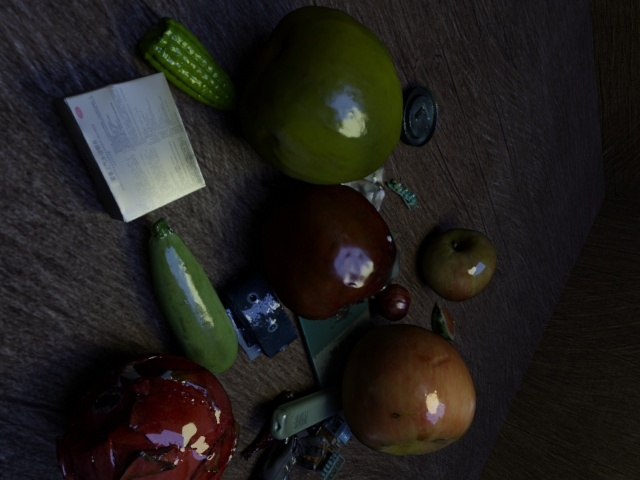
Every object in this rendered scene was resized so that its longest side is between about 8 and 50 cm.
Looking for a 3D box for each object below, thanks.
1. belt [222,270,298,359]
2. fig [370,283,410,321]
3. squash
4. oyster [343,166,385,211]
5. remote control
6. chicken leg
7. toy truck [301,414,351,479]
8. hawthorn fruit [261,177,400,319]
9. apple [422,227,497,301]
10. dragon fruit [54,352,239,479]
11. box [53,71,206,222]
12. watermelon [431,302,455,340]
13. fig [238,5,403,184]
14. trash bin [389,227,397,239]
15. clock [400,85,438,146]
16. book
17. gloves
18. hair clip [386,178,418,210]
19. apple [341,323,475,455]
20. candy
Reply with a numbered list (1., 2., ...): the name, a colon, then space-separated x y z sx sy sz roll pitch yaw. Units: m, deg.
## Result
1. belt: -0.150 0.188 0.967 0.128 0.122 0.218 -34 123 -19
2. fig: 0.226 0.197 1.326 0.150 0.128 0.128 19 89 -46
3. squash: -0.270 0.126 0.841 0.118 0.118 0.371 -36 122 -31
4. oyster: 0.075 -0.111 1.103 0.275 0.100 0.271 27 100 -16
5. remote control: -0.022 0.479 1.165 0.309 0.038 0.090 4 94 -52
6. chicken leg: -0.131 0.512 1.133 0.093 0.053 0.205 32 71 -23
7. toy truck: 0.030 0.636 1.276 0.178 0.115 0.080 -51 131 -23
8. hawthorn fruit: 0.014 0.018 0.951 0.308 0.308 0.325 21 50 -45
9. apple: 0.495 0.092 1.464 0.257 0.256 0.234 -39 128 -29
10. dragon fruit: -0.307 0.360 0.759 0.296 0.295 0.302 -49 143 -22
11. box: -0.323 -0.162 0.716 0.168 0.095 0.212 -34 123 -34
12. watermelon: 0.520 0.349 1.707 0.245 0.063 0.119 46 57 -41
13. fig: 0.017 -0.268 0.834 0.343 0.343 0.343 -15 112 -40
14. trash bin: 0.191 -0.018 1.291 0.092 0.043 0.061 28 82 -41
15. clock: 0.301 -0.386 1.286 0.184 0.040 0.185 -14 110 -40
16. book: 0.058 0.275 1.254 0.264 0.031 0.379 -35 124 -33
17. gloves: -0.105 0.629 1.146 0.285 0.119 0.142 -40 143 -11
18. hair clip: 0.269 -0.153 1.329 0.173 0.049 0.049 34 79 -43
19. apple: 0.253 0.431 1.212 0.391 0.391 0.347 46 33 -41
20. candy: -0.231 -0.313 0.767 0.209 0.096 0.097 33 79 -49
